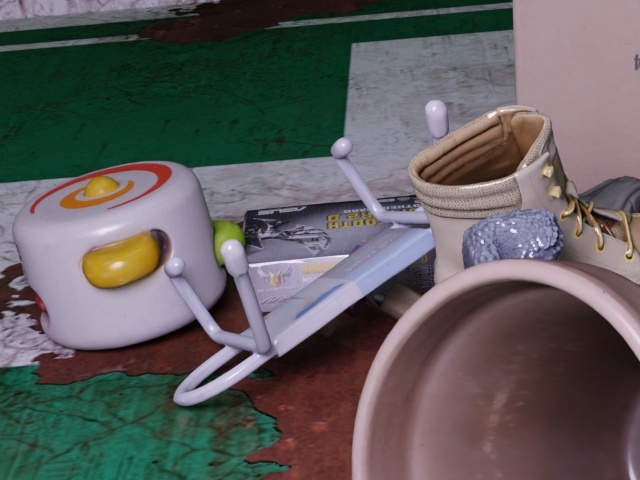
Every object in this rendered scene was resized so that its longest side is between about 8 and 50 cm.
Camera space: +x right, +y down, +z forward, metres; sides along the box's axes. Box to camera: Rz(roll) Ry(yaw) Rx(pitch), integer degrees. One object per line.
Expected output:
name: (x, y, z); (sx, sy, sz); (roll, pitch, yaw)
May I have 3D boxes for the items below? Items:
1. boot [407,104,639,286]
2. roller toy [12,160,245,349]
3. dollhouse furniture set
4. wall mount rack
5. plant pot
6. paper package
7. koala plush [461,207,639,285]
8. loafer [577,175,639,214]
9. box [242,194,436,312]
boot: (0.210, -0.024, 1.455); (0.262, 0.203, 0.095); (-12, 43, 5)
roller toy: (-0.198, 0.007, 1.735); (0.191, 0.146, 0.209); (-3, 23, 32)
dollhouse furniture set: (0.065, 0.079, 1.693); (0.114, 0.091, 0.081); (30, -8, 26)
wall mount rack: (0.000, 0.000, 1.531); (0.350, 0.130, 0.304); (-36, 9, -14)
plant pot: (0.188, 0.145, 1.142); (0.263, 0.263, 0.229); (13, 7, 44)
paper package: (0.381, -0.172, 1.876); (0.325, 0.309, 0.168); (6, 17, 29)
koala plush: (0.234, 0.090, 1.351); (0.221, 0.196, 0.203); (-7, 30, -5)
loafer: (0.227, 0.011, 1.685); (0.111, 0.112, 0.319); (13, 25, 26)
box: (0.035, 0.010, 1.833); (0.231, 0.056, 0.183); (-5, 18, 2)
